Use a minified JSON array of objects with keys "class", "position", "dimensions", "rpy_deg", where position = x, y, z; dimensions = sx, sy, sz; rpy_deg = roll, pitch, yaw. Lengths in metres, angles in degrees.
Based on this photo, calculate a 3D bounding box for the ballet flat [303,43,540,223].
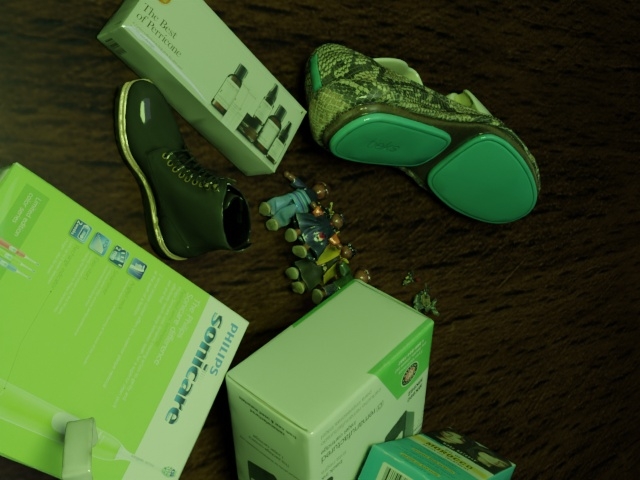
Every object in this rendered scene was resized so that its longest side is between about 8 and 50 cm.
[{"class":"ballet flat","position":[0.161,-0.165,1.025],"dimensions":[0.482,0.164,0.182],"rpy_deg":[15,51,-44]}]

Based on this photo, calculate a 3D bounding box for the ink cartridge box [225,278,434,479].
[{"class":"ink cartridge box","position":[0.016,0.225,0.807],"dimensions":[0.211,0.121,0.289],"rpy_deg":[-35,137,-38]}]

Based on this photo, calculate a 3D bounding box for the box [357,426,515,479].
[{"class":"box","position":[0.138,0.270,0.804],"dimensions":[0.244,0.100,0.060],"rpy_deg":[18,96,-60]}]

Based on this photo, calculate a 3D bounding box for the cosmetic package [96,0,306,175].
[{"class":"cosmetic package","position":[-0.124,-0.185,0.801],"dimensions":[0.239,0.060,0.099],"rpy_deg":[42,60,-35]}]

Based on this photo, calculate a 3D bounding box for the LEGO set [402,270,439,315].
[{"class":"LEGO set","position":[0.151,0.085,1.090],"dimensions":[0.054,0.023,0.083],"rpy_deg":[-31,97,-42]}]

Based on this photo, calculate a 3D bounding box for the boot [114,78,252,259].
[{"class":"boot","position":[-0.134,-0.078,0.734],"dimensions":[0.076,0.137,0.198],"rpy_deg":[-28,107,-41]}]

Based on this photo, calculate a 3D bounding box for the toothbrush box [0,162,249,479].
[{"class":"toothbrush box","position":[-0.233,0.097,0.644],"dimensions":[0.283,0.122,0.206],"rpy_deg":[40,62,-35]}]

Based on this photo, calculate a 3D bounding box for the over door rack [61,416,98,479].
[{"class":"over door rack","position":[-0.262,0.321,0.528],"dimensions":[0.239,0.108,0.325],"rpy_deg":[-10,106,-11]}]

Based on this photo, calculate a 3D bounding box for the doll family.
[{"class":"doll family","position":[0.000,0.000,0.907],"dimensions":[0.111,0.076,0.193],"rpy_deg":[-29,106,-36]}]
